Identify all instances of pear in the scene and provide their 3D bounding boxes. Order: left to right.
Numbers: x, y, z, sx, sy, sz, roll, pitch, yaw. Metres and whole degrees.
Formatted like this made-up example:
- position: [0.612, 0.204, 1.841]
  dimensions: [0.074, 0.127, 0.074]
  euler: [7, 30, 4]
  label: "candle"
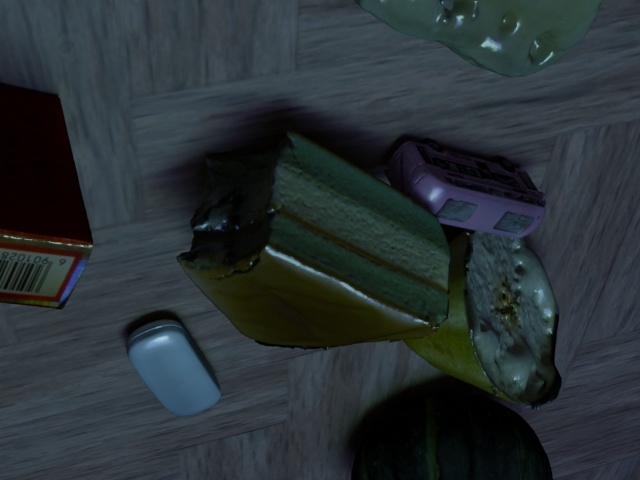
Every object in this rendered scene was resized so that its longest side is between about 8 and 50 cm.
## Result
- position: [0.183, 0.094, 1.234]
  dimensions: [0.178, 0.267, 0.267]
  euler: [-10, 153, 37]
  label: "pear"

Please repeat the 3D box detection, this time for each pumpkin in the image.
- position: [0.204, 0.384, 1.510]
  dimensions: [0.323, 0.241, 0.323]
  euler: [-2, 142, -1]
  label: "pumpkin"

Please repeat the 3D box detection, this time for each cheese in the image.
- position: [0.150, -0.240, 0.885]
  dimensions: [0.262, 0.093, 0.159]
  euler: [12, 131, -37]
  label: "cheese"

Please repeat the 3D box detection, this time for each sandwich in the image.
- position: [0.000, -0.001, 0.975]
  dimensions: [0.227, 0.155, 0.198]
  euler: [-4, 147, 20]
  label: "sandwich"

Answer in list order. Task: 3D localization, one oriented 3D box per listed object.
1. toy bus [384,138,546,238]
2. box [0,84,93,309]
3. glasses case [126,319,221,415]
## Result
- position: [0.170, -0.057, 1.107]
  dimensions: [0.203, 0.090, 0.063]
  euler: [9, 131, -35]
  label: "toy bus"
- position: [-0.354, -0.057, 0.760]
  dimensions: [0.313, 0.197, 0.089]
  euler: [10, 131, -34]
  label: "box"
- position: [-0.183, 0.164, 1.217]
  dimensions: [0.076, 0.049, 0.197]
  euler: [-23, 141, 0]
  label: "glasses case"
